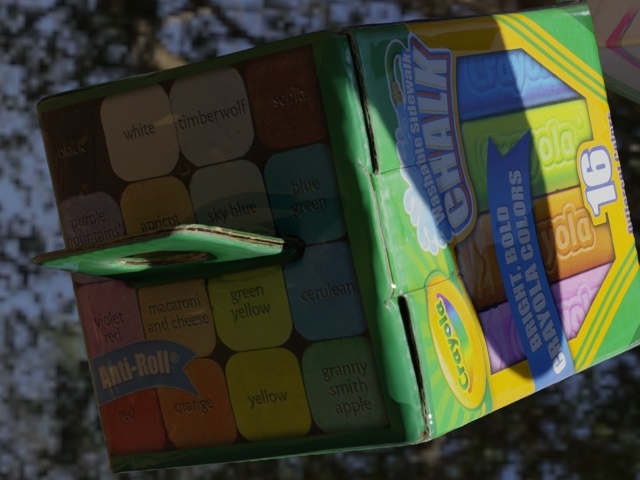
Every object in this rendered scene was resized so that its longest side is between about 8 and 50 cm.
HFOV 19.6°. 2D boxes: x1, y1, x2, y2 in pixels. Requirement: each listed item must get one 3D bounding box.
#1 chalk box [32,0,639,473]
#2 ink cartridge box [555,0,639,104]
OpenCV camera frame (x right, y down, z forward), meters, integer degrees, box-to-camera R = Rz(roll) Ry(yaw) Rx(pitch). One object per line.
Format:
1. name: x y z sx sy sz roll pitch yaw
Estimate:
1. chalk box: 0.000 0.000 0.848 0.180 0.289 0.179 -9 -86 37
2. ink cartridge box: 0.285 -0.189 1.168 0.207 0.119 0.353 -64 -166 -2
